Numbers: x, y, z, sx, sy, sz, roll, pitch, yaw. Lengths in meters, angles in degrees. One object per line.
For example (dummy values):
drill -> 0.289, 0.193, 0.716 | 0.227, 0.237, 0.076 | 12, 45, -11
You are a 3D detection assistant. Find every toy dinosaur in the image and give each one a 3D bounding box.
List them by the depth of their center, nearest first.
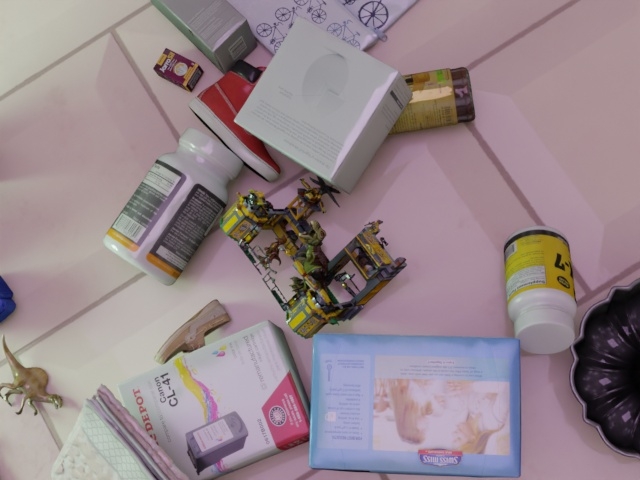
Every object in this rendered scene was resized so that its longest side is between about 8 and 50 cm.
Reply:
toy dinosaur -> -0.580, 0.277, 1.775 | 0.183, 0.053, 0.092 | 44, 71, 7

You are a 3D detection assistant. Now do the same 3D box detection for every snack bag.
snack bag -> 0.010, -0.508, 1.867 | 0.342, 0.037, 0.323 | -42, 75, -3

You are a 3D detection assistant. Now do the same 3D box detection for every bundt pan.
bundt pan -> 0.590, 0.228, 1.581 | 0.331, 0.124, 0.331 | -2, 78, 8

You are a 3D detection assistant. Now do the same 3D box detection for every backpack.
backpack -> -0.670, 0.130, 1.787 | 0.120, 0.098, 0.101 | -38, 79, -2

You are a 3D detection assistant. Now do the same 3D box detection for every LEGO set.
LEGO set -> 0.000, 0.000, 1.642 | 0.192, 0.255, 0.331 | -45, 62, 24

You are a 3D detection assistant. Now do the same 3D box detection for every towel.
towel -> -0.330, 0.455, 1.593 | 0.332, 0.317, 0.053 | 44, 43, 15

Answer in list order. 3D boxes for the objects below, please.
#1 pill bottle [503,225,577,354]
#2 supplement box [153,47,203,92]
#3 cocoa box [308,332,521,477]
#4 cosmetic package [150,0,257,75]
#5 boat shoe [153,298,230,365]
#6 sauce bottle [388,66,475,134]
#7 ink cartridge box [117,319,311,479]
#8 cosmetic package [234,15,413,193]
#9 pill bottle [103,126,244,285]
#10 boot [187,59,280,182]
pill bottle -> 0.385, 0.087, 1.602 | 0.119, 0.119, 0.208 | -1, 50, 8
supplement box -> -0.290, -0.348, 1.868 | 0.083, 0.043, 0.055 | 28, 84, 13
cocoa box -> 0.164, 0.284, 1.572 | 0.347, 0.228, 0.231 | 0, 78, 8
cosmetic package -> -0.247, -0.461, 1.845 | 0.238, 0.127, 0.107 | 42, 85, 16
boat shoe -> -0.237, 0.181, 1.715 | 0.059, 0.063, 0.170 | 46, 62, 4
sauce bottle -> 0.120, -0.256, 1.757 | 0.344, 0.111, 0.111 | -8, 77, 6
ink cartridge box -> -0.182, 0.307, 1.665 | 0.306, 0.131, 0.226 | -23, 76, 1
cosmetic package -> 0.007, -0.241, 1.656 | 0.224, 0.138, 0.224 | 33, 91, 18
pill bottle -> -0.275, -0.066, 1.744 | 0.162, 0.162, 0.278 | 32, 83, 13
boot -> -0.124, -0.245, 1.803 | 0.176, 0.088, 0.244 | -41, 72, -4
